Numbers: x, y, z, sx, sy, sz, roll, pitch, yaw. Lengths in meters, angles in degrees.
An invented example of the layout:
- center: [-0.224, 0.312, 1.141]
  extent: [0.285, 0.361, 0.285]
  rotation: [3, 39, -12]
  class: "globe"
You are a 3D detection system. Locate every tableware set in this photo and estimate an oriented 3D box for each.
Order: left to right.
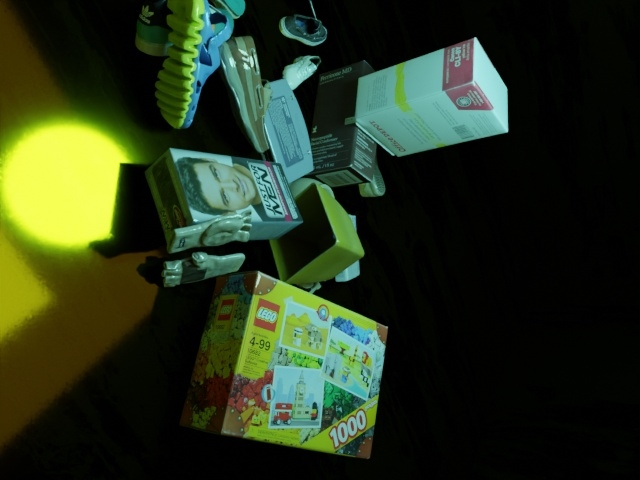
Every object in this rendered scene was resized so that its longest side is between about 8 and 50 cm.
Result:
- center: [-0.034, 0.083, 1.591]
  extent: [0.194, 0.039, 0.128]
  rotation: [-40, 106, -54]
  class: "tableware set"

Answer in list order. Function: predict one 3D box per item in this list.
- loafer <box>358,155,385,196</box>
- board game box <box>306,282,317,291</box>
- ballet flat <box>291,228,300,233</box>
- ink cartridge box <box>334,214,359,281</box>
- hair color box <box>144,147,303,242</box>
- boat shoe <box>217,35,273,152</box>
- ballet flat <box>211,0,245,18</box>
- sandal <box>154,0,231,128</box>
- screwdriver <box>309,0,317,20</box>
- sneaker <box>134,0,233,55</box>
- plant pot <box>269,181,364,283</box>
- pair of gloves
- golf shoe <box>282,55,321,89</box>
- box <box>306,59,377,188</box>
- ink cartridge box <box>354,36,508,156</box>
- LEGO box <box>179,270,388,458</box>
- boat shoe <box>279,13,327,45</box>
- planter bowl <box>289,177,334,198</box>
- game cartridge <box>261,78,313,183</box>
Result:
- center: [0.154, -0.276, 1.887]
  extent: [0.102, 0.092, 0.269]
  rotation: [13, 60, -53]
  class: "loafer"
- center: [-0.017, 0.057, 1.668]
  extent: [0.186, 0.026, 0.126]
  rotation: [-54, 127, -41]
  class: "board game box"
- center: [-0.102, -0.055, 1.566]
  extent: [0.114, 0.041, 0.041]
  rotation: [60, 43, -29]
  class: "ballet flat"
- center: [0.085, 0.021, 1.769]
  extent: [0.224, 0.045, 0.224]
  rotation: [-1, 86, -75]
  class: "ink cartridge box"
- center: [-0.225, -0.103, 1.294]
  extent: [0.374, 0.113, 0.185]
  rotation: [-3, 67, -53]
  class: "hair color box"
- center: [-0.177, -0.375, 1.361]
  extent: [0.116, 0.123, 0.324]
  rotation: [-26, 136, -12]
  class: "boat shoe"
- center: [-0.272, -0.650, 1.314]
  extent: [0.248, 0.086, 0.086]
  rotation: [46, 47, -72]
  class: "ballet flat"
- center: [-0.285, -0.404, 1.191]
  extent: [0.138, 0.126, 0.317]
  rotation: [-17, 139, -49]
  class: "sandal"
- center: [-0.031, -0.797, 1.760]
  extent: [0.025, 0.024, 0.170]
  rotation: [-92, 163, -57]
  class: "screwdriver"
- center: [-0.307, -0.532, 1.246]
  extent: [0.108, 0.121, 0.302]
  rotation: [37, 43, 10]
  class: "sneaker"
- center: [0.000, 0.000, 1.476]
  extent: [0.187, 0.212, 0.212]
  rotation: [20, 41, -46]
  class: "plant pot"
- center: [-0.261, 0.022, 1.191]
  extent: [0.204, 0.240, 0.042]
  rotation: [-15, 61, -30]
  class: "pair of gloves"
- center: [-0.057, -0.533, 1.627]
  extent: [0.069, 0.086, 0.176]
  rotation: [60, 41, -35]
  class: "golf shoe"
- center: [0.082, -0.376, 1.714]
  extent: [0.143, 0.191, 0.382]
  rotation: [29, 63, -48]
  class: "box"
- center: [0.335, -0.415, 1.582]
  extent: [0.279, 0.384, 0.161]
  rotation: [27, 62, -48]
  class: "ink cartridge box"
- center: [-0.069, 0.340, 1.368]
  extent: [0.500, 0.193, 0.373]
  rotation: [27, 65, -39]
  class: "LEGO box"
- center: [-0.036, -0.691, 1.687]
  extent: [0.228, 0.076, 0.080]
  rotation: [-10, 94, -53]
  class: "boat shoe"
- center: [-0.024, -0.119, 1.610]
  extent: [0.162, 0.109, 0.162]
  rotation: [8, 80, -53]
  class: "planter bowl"
- center: [-0.116, -0.326, 1.560]
  extent: [0.196, 0.060, 0.294]
  rotation: [-34, 113, -46]
  class: "game cartridge"
